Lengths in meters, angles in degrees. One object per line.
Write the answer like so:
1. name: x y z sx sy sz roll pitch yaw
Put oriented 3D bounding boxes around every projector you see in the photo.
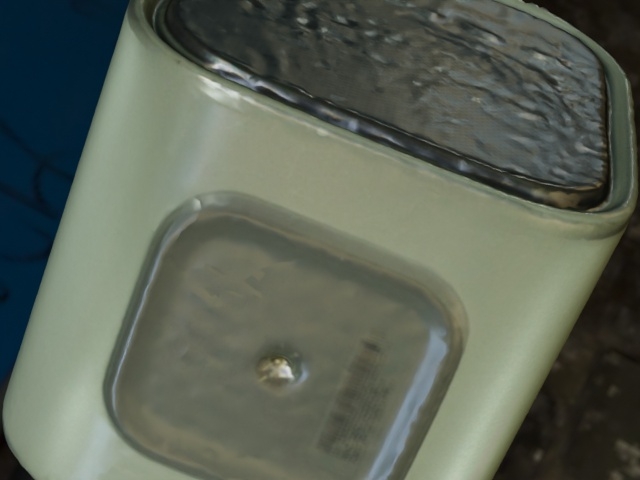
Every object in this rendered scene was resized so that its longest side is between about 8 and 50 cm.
1. projector: 0.000 0.000 0.834 0.248 0.248 0.249 -72 4 -60
